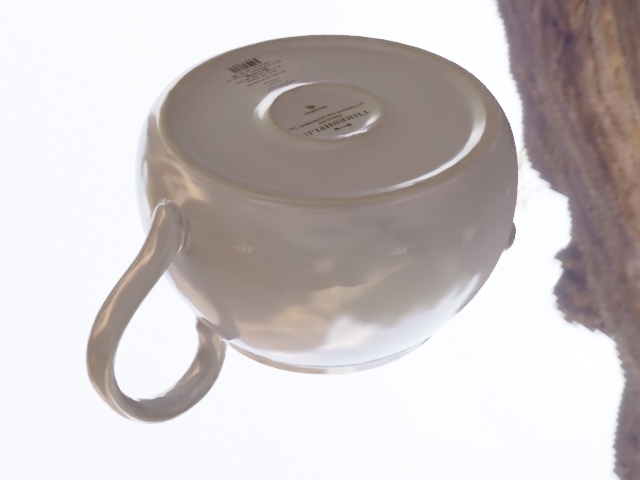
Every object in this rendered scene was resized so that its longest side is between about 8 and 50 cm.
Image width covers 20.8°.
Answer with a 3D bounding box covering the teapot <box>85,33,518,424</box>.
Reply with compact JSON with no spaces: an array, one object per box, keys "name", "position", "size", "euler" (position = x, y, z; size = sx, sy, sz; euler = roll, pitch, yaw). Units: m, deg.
[{"name":"teapot","position":[0.000,0.000,1.092],"size":[0.256,0.187,0.252],"euler":[4,-146,4]}]
